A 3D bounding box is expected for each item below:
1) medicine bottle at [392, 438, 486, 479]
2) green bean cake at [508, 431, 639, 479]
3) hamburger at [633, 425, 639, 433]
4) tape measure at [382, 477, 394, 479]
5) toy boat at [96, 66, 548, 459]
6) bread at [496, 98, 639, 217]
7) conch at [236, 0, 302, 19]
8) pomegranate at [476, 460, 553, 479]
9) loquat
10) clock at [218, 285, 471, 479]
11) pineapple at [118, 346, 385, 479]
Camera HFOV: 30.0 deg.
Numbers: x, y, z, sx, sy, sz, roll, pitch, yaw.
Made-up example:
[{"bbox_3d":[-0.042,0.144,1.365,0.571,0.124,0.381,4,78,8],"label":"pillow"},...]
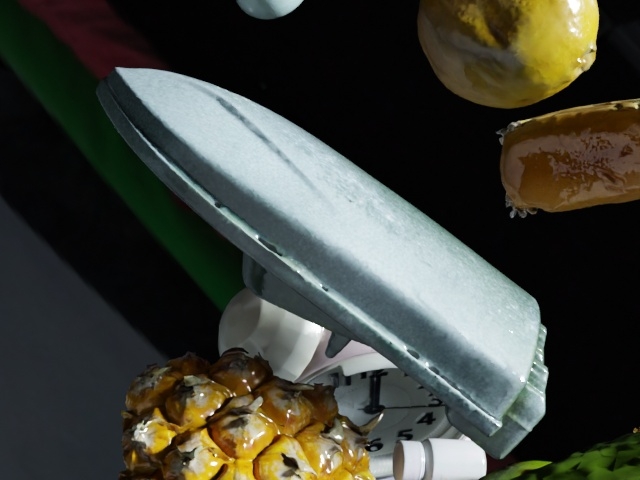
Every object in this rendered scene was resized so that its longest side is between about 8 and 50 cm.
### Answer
[{"bbox_3d":[0.122,0.231,1.232,0.089,0.052,0.052,5,-31,-13],"label":"medicine bottle"},{"bbox_3d":[0.090,0.157,0.420,0.125,0.248,0.222,63,5,26],"label":"green bean cake"},{"bbox_3d":[0.505,0.353,1.547,0.302,0.170,0.302,7,-82,60],"label":"hamburger"},{"bbox_3d":[0.113,0.340,1.742,0.105,0.196,0.178,51,-51,42],"label":"tape measure"},{"bbox_3d":[0.000,0.000,0.712,0.319,0.141,0.092,37,-70,-3],"label":"toy boat"},{"bbox_3d":[0.369,-0.115,1.647,0.241,0.107,0.136,-7,-81,25],"label":"bread"},{"bbox_3d":[-0.069,-0.423,1.729,0.121,0.185,0.221,1,-23,12],"label":"conch"},{"bbox_3d":[0.253,0.340,1.154,0.286,0.231,0.231,12,-42,13],"label":"pomegranate"},{"bbox_3d":[0.212,-0.255,1.387,0.234,0.187,0.176,26,-17,26],"label":"loquat"},{"bbox_3d":[0.056,0.160,1.457,0.326,0.342,0.184,86,-10,-51],"label":"clock"},{"bbox_3d":[-0.035,0.281,1.103,0.209,0.286,0.344,-27,-63,21],"label":"pineapple"}]
